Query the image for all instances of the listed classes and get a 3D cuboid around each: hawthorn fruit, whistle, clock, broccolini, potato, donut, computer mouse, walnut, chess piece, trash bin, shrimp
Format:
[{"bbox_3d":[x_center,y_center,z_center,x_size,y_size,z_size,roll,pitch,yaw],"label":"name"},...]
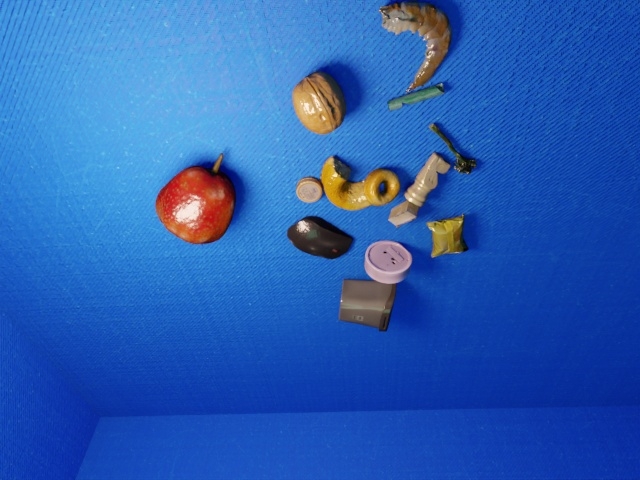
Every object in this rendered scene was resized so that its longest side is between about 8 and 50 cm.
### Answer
[{"bbox_3d":[-0.444,-0.163,1.587,0.285,0.284,0.368,22,108,-18],"label":"hawthorn fruit"},{"bbox_3d":[0.316,-0.475,1.418,0.187,0.039,0.039,-15,130,13],"label":"whistle"},{"bbox_3d":[0.288,0.090,1.826,0.197,0.196,0.068,1,133,0],"label":"clock"},{"bbox_3d":[0.475,-0.334,1.554,0.254,0.071,0.058,40,156,-22],"label":"broccolini"},{"bbox_3d":[0.332,-0.108,1.709,0.061,0.086,0.122,36,146,-19],"label":"potato"},{"bbox_3d":[0.095,-0.193,1.649,0.259,0.101,0.152,29,133,-28],"label":"donut"},{"bbox_3d":[0.000,0.003,1.827,0.295,0.087,0.168,25,125,-23],"label":"computer mouse"},{"bbox_3d":[-0.001,-0.438,1.379,0.165,0.165,0.197,-15,123,15],"label":"walnut"},{"bbox_3d":[0.234,-0.201,1.598,0.152,0.058,0.151,-4,99,-27],"label":"donut"},{"bbox_3d":[0.406,-0.231,1.619,0.090,0.090,0.200,22,118,-18],"label":"chess piece"},{"bbox_3d":[0.219,0.291,2.014,0.250,0.219,0.219,7,131,4],"label":"trash bin"},{"bbox_3d":[0.305,-0.605,1.294,0.185,0.068,0.287,-16,140,20],"label":"shrimp"}]

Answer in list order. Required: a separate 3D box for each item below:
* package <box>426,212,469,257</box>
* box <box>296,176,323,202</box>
[{"bbox_3d":[0.537,-0.019,1.794,0.169,0.090,0.226,-12,134,8],"label":"package"},{"bbox_3d":[-0.043,-0.199,1.677,0.106,0.037,0.105,0,132,0],"label":"box"}]
